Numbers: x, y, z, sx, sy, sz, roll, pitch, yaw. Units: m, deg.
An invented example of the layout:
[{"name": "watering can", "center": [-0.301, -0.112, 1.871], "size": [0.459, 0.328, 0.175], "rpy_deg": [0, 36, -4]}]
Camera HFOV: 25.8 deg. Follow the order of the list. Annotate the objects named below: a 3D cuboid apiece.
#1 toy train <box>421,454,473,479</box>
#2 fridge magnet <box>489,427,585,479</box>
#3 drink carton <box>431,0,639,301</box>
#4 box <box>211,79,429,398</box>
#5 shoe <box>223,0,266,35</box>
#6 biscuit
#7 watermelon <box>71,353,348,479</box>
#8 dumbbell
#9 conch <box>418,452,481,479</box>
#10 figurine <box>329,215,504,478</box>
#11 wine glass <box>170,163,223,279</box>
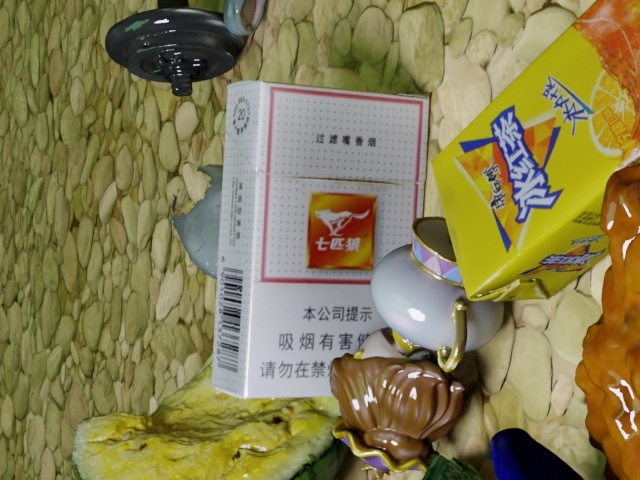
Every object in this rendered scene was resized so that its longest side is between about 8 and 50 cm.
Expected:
[{"name": "toy train", "center": [0.076, 0.324, 1.258], "size": [0.145, 0.266, 0.202], "rpy_deg": [45, 104, 4]}, {"name": "fridge magnet", "center": [0.202, 0.272, 1.110], "size": [0.113, 0.265, 0.265], "rpy_deg": [-32, 51, 10]}, {"name": "drink carton", "center": [0.238, -0.087, 1.196], "size": [0.351, 0.111, 0.154], "rpy_deg": [-45, 51, 49]}, {"name": "box", "center": [-0.001, 0.000, 1.505], "size": [0.095, 0.210, 0.330], "rpy_deg": [4, 91, 60]}, {"name": "shoe", "center": [-0.073, -0.360, 1.819], "size": [0.078, 0.079, 0.195], "rpy_deg": [12, 91, 24]}, {"name": "biscuit", "center": [0.290, 0.116, 1.034], "size": [0.318, 0.111, 0.312], "rpy_deg": [-121, 26, -46]}, {"name": "watermelon", "center": [-0.103, 0.260, 1.625], "size": [0.331, 0.331, 0.189], "rpy_deg": [50, 163, 49]}, {"name": "dumbbell", "center": [-0.202, -0.334, 1.906], "size": [0.192, 0.192, 0.289], "rpy_deg": [-28, 65, 56]}, {"name": "conch", "center": [0.124, 0.264, 1.403], "size": [0.089, 0.074, 0.121], "rpy_deg": [50, 135, 36]}, {"name": "figurine", "center": [0.093, 0.114, 1.397], "size": [0.189, 0.142, 0.263], "rpy_deg": [-97, 25, -65]}, {"name": "wine glass", "center": [-0.084, 0.011, 1.725], "size": [0.321, 0.143, 0.143], "rpy_deg": [40, 122, 56]}]
